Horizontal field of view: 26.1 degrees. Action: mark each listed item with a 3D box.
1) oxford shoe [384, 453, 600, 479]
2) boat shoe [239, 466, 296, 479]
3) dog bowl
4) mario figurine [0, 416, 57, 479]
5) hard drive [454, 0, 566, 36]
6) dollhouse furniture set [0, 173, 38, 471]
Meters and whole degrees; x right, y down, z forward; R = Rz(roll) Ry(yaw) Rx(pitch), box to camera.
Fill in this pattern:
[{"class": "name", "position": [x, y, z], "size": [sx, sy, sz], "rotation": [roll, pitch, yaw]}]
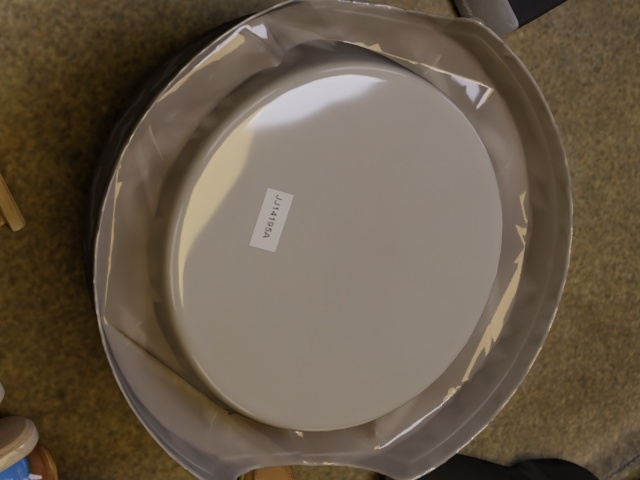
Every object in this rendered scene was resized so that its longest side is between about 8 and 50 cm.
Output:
[{"class": "oxford shoe", "position": [0.141, 0.227, 1.161], "size": [0.212, 0.076, 0.076], "rotation": [10, 112, -28]}, {"class": "boat shoe", "position": [-0.031, 0.221, 1.080], "size": [0.050, 0.045, 0.135], "rotation": [-16, 111, -23]}, {"class": "dog bowl", "position": [0.000, 0.000, 0.934], "size": [0.348, 0.102, 0.349], "rotation": [-7, 105, -26]}, {"class": "mario figurine", "position": [-0.343, 0.176, 0.885], "size": [0.320, 0.198, 0.170], "rotation": [6, 142, -36]}, {"class": "hard drive", "position": [0.147, -0.292, 1.028], "size": [0.172, 0.054, 0.255], "rotation": [-30, 116, -17]}, {"class": "dollhouse furniture set", "position": [-0.241, 0.002, 0.796], "size": [0.161, 0.242, 0.212], "rotation": [-31, 116, -18]}]
